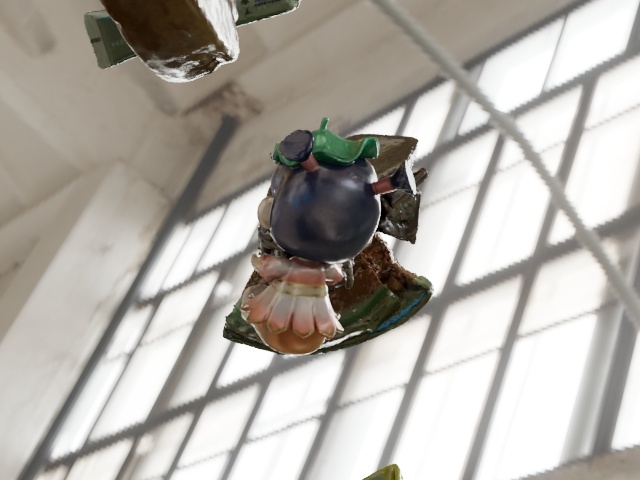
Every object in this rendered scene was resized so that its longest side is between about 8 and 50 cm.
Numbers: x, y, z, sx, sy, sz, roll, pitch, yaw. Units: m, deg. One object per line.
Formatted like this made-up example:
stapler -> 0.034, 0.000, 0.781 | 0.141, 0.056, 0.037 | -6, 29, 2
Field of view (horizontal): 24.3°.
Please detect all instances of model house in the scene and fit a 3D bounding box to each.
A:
model house -> 0.025, -0.009, 1.542 | 0.141, 0.203, 0.164 | 45, -23, 51

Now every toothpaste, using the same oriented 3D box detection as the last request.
toothpaste -> -0.093, -0.183, 1.192 | 0.204, 0.031, 0.049 | -12, -73, 16

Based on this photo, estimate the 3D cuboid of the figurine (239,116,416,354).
figurine -> 0.000, 0.000, 1.176 | 0.112, 0.102, 0.195 | 4, -69, -19

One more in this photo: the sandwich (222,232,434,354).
sandwich -> 0.009, 0.055, 1.656 | 0.235, 0.079, 0.159 | 6, -89, 6

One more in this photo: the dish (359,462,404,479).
dish -> 0.022, 0.290, 1.286 | 0.080, 0.208, 0.149 | 51, -25, -12

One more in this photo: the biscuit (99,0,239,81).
biscuit -> -0.118, -0.269, 0.941 | 0.070, 0.394, 0.350 | -21, -35, 7
